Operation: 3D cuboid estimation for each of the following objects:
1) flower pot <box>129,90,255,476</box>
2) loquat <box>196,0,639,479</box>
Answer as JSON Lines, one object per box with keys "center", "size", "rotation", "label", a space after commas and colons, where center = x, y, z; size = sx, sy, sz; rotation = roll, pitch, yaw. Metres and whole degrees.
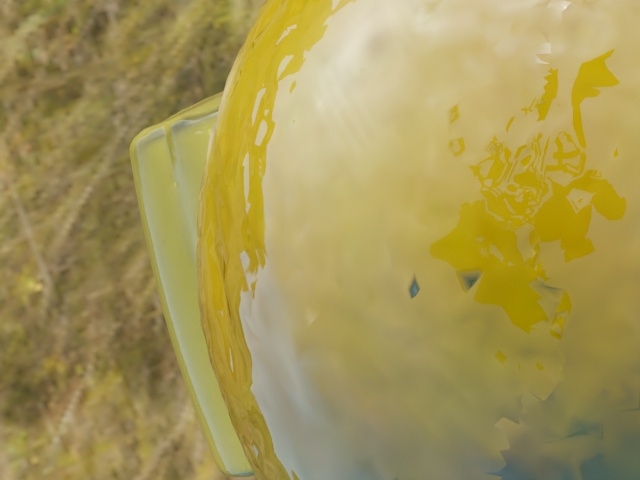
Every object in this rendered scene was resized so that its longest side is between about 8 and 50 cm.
{"center": [0.000, 0.000, 0.895], "size": [0.195, 0.195, 0.179], "rotation": [-14, 103, 50], "label": "flower pot"}
{"center": [0.114, -0.026, 0.593], "size": [0.328, 0.328, 0.359], "rotation": [-48, 52, 48], "label": "loquat"}
